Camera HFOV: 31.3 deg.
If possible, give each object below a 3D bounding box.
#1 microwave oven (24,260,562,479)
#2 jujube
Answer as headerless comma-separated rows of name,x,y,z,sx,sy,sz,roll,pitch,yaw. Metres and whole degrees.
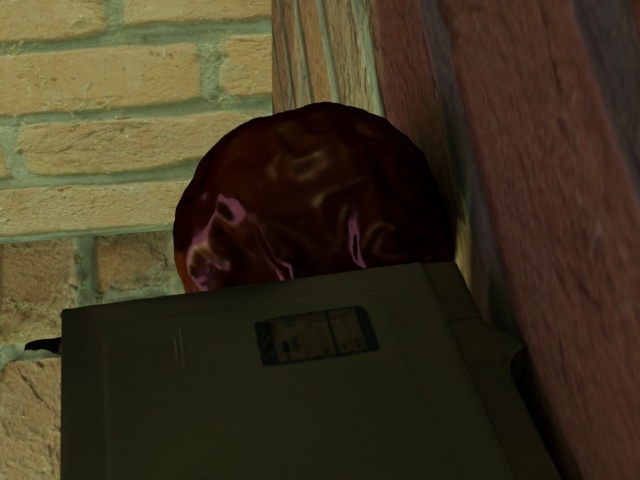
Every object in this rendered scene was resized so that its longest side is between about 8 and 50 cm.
microwave oven,-0.004,0.208,0.623,0.355,0.286,0.218,-109,13,-53
jujube,0.000,0.000,0.915,0.342,0.216,0.216,10,-105,-83
